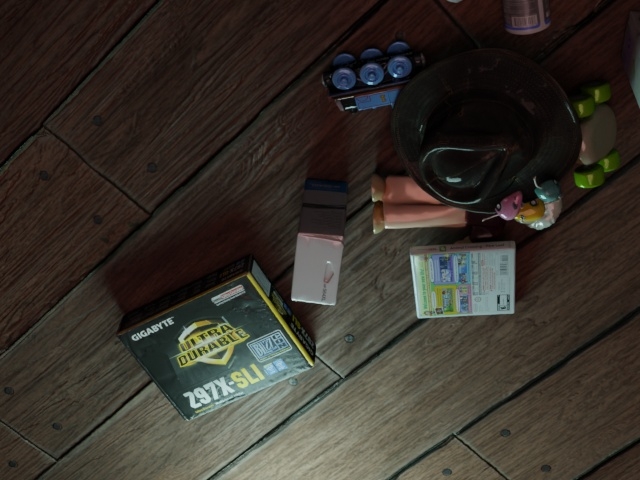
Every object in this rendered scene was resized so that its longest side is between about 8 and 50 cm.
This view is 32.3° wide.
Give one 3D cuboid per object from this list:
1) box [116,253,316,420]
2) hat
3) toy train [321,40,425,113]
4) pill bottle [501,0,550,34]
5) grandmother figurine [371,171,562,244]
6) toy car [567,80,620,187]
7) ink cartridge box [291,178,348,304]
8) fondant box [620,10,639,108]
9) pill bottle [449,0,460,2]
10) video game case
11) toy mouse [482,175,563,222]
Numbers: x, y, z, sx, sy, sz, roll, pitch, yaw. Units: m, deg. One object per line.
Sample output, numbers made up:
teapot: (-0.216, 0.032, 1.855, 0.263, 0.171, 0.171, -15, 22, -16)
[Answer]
box: (-0.207, 0.203, 2.233, 0.322, 0.079, 0.257, -25, 118, 18)
hat: (0.257, -0.154, 1.833, 0.331, 0.134, 0.331, 12, 126, 17)
toy train: (0.097, -0.276, 1.918, 0.184, 0.080, 0.105, -11, 125, 11)
pill bottle: (0.334, -0.415, 1.812, 0.078, 0.078, 0.137, -7, 120, 9)
grandmother figurine: (0.268, -0.062, 2.021, 0.342, 0.104, 0.208, 0, 130, 8)
toy car: (0.412, -0.185, 1.937, 0.188, 0.149, 0.155, 2, 115, 35)
ink cartridge box: (0.000, 0.000, 2.017, 0.085, 0.203, 0.148, 7, 121, 1)
fondant box: (0.671, -0.276, 1.772, 0.330, 0.238, 0.096, 5, 123, 2)
pill bottle: (0.257, -0.516, 1.715, 0.152, 0.152, 0.272, 38, 118, -17)
video game case: (0.274, 0.077, 2.104, 0.193, 0.023, 0.212, -4, 142, 7)
toy mouse: (0.354, -0.065, 1.857, 0.161, 0.031, 0.143, -17, 159, -10)
